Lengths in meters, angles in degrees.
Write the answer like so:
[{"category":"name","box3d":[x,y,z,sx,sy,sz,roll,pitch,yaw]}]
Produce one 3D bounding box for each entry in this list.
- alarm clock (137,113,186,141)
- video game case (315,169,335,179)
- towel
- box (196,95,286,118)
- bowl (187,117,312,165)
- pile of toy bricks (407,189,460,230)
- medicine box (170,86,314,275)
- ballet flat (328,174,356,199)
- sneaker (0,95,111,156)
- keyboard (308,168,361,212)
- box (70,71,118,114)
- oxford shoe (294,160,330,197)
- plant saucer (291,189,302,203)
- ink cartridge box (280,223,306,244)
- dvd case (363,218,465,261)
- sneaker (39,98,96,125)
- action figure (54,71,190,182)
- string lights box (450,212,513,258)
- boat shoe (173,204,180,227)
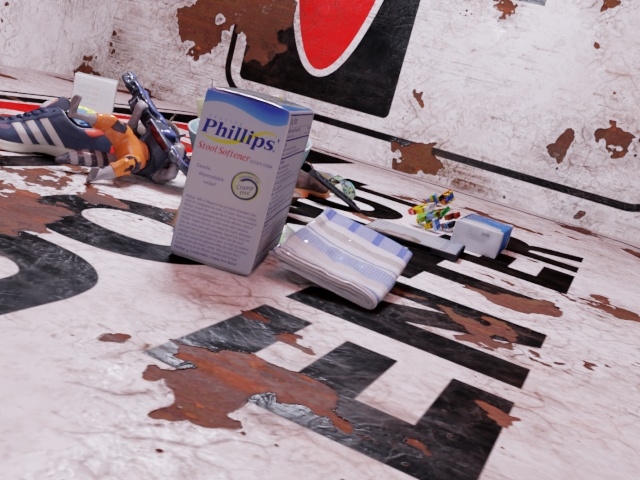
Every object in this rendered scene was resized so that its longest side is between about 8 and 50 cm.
[{"category":"alarm clock","box3d":[-0.468,-0.269,2.015,0.192,0.129,0.064,-27,38,-29]},{"category":"video game case","box3d":[-0.017,-0.226,2.572,0.193,0.023,0.212,10,13,-22]},{"category":"towel","box3d":[0.050,0.023,1.343,0.209,0.034,0.285,27,25,11]},{"category":"box","box3d":[-0.222,-0.308,2.106,0.243,0.214,0.117,-1,10,8]},{"category":"bowl","box3d":[-0.186,-0.193,1.827,0.311,0.163,0.311,9,22,-4]},{"category":"pile of toy bricks","box3d":[0.337,-0.080,2.219,0.105,0.118,0.212,-10,13,36]},{"category":"medicine box","box3d":[-0.132,-0.116,1.308,0.149,0.289,0.263,16,12,4]},{"category":"ballet flat","box3d":[0.061,-0.165,2.340,0.070,0.070,0.188,12,11,-15]},{"category":"sneaker","box3d":[-0.674,-0.283,1.742,0.350,0.148,0.131,9,14,-25]},{"category":"keyboard","box3d":[0.041,-0.150,2.136,0.180,0.023,0.108,38,2,-27]},{"category":"box","box3d":[-0.726,-0.437,2.316,0.130,0.171,0.091,12,14,-16]},{"category":"oxford shoe","box3d":[-0.029,-0.187,2.201,0.096,0.098,0.271,20,13,20]},{"category":"plant saucer","box3d":[-0.135,-0.133,2.002,0.168,0.029,0.168,14,13,-3]},{"category":"ink cartridge box","box3d":[0.000,0.000,1.515,0.171,0.056,0.235,9,16,-25]},{"category":"dvd case","box3d":[0.246,-0.004,1.897,0.253,0.022,0.180,18,12,14]},{"category":"sneaker","box3d":[-0.720,-0.354,2.142,0.240,0.091,0.126,15,13,-6]},{"category":"action figure","box3d":[-0.463,-0.245,1.740,0.330,0.178,0.341,7,47,-58]},{"category":"string lights box","box3d":[0.471,-0.019,2.106,0.133,0.077,0.259,20,13,19]},{"category":"boat shoe","box3d":[-0.247,-0.057,1.463,0.059,0.063,0.170,17,22,-1]}]
